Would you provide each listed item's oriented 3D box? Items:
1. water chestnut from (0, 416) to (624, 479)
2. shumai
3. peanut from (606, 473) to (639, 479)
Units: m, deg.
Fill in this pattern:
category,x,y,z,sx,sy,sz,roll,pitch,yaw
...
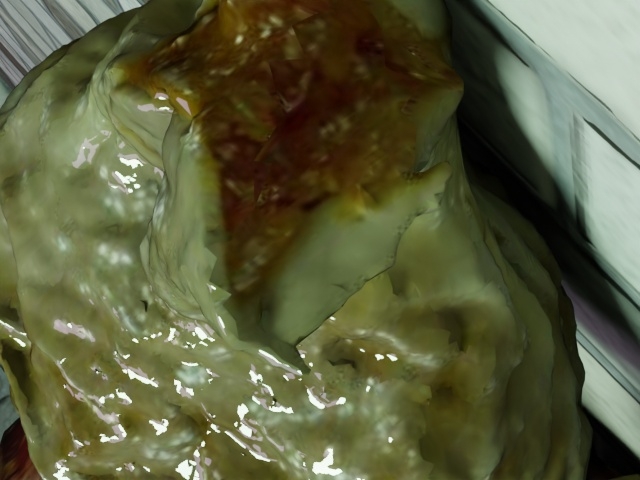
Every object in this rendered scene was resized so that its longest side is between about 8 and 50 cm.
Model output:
category,x,y,z,sx,sy,sz,roll,pitch,yaw
water chestnut,-0.014,0.190,0.723,0.335,0.347,0.335,45,-179,-1
shumai,0.000,0.000,0.480,0.206,0.166,0.175,48,151,8
peanut,0.137,0.158,0.452,0.147,0.147,0.319,54,177,-31
